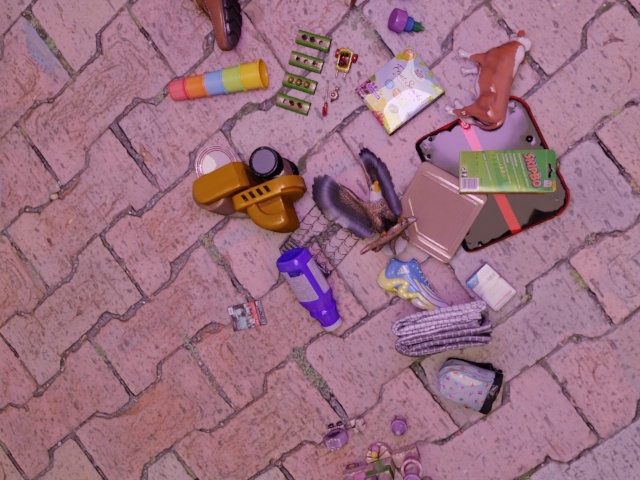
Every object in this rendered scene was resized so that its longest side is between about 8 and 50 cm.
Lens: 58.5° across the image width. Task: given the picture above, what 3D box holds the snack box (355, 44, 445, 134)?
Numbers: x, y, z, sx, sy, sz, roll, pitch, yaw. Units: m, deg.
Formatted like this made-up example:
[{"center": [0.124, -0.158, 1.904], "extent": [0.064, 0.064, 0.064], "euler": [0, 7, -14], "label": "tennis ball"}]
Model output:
[{"center": [0.237, -0.444, 1.707], "extent": [0.207, 0.070, 0.174], "euler": [-38, 87, 11], "label": "snack box"}]

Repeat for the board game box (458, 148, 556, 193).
[{"center": [0.526, -0.193, 1.618], "extent": [0.260, 0.039, 0.124], "euler": [1, 81, 16], "label": "board game box"}]

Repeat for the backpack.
[{"center": [0.445, 0.433, 1.732], "extent": [0.182, 0.115, 0.151], "euler": [22, 102, 11], "label": "backpack"}]

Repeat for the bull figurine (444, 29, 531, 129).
[{"center": [0.476, -0.462, 1.618], "extent": [0.189, 0.101, 0.310], "euler": [10, 76, 31], "label": "bull figurine"}]

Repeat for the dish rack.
[{"center": [0.000, 0.000, 1.799], "extent": [0.208, 0.074, 0.271], "euler": [41, 102, 6], "label": "dish rack"}]

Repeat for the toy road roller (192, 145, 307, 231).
[{"center": [-0.200, -0.119, 1.739], "extent": [0.330, 0.202, 0.240], "euler": [-21, 79, 13], "label": "toy road roller"}]

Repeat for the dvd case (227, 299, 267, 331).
[{"center": [-0.244, 0.250, 1.904], "extent": [0.120, 0.013, 0.087], "euler": [-15, 92, 11], "label": "dvd case"}]

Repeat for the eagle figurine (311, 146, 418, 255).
[{"center": [0.147, -0.108, 1.671], "extent": [0.298, 0.226, 0.225], "euler": [50, 126, 38], "label": "eagle figurine"}]

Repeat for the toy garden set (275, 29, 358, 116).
[{"center": [-0.013, -0.505, 1.761], "extent": [0.204, 0.049, 0.244], "euler": [20, 99, 9], "label": "toy garden set"}]

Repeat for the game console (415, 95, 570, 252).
[{"center": [0.510, -0.197, 1.692], "extent": [0.342, 0.060, 0.386], "euler": [-26, 89, 19], "label": "game console"}]

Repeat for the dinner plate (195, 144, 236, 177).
[{"center": [-0.340, -0.241, 1.871], "extent": [0.141, 0.017, 0.141], "euler": [1, 97, 12], "label": "dinner plate"}]

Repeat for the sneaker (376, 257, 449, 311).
[{"center": [0.297, 0.130, 1.743], "extent": [0.240, 0.091, 0.126], "euler": [24, 99, 9], "label": "sneaker"}]

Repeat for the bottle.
[{"center": [-0.025, 0.156, 1.775], "extent": [0.118, 0.092, 0.282], "euler": [-9, 119, 46], "label": "bottle"}]

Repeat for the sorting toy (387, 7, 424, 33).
[{"center": [0.305, -0.779, 1.661], "extent": [0.126, 0.127, 0.365], "euler": [10, 102, -20], "label": "sorting toy"}]

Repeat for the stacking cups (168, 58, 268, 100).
[{"center": [-0.327, -0.506, 1.809], "extent": [0.317, 0.096, 0.095], "euler": [-4, 95, 15], "label": "stacking cups"}]

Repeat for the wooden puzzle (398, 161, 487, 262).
[{"center": [0.347, -0.085, 1.714], "extent": [0.221, 0.044, 0.238], "euler": [33, 108, 16], "label": "wooden puzzle"}]

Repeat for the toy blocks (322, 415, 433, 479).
[{"center": [0.172, 0.719, 1.741], "extent": [0.289, 0.260, 0.308], "euler": [-21, 91, 13], "label": "toy blocks"}]

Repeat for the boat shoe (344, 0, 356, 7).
[{"center": [0.089, -0.783, 1.710], "extent": [0.059, 0.063, 0.169], "euler": [12, 88, 13], "label": "boat shoe"}]

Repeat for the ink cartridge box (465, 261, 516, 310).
[{"center": [0.512, 0.138, 1.720], "extent": [0.122, 0.052, 0.088], "euler": [44, 102, 5], "label": "ink cartridge box"}]

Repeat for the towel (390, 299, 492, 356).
[{"center": [0.358, 0.271, 1.665], "extent": [0.284, 0.235, 0.121], "euler": [-12, 73, 11], "label": "towel"}]

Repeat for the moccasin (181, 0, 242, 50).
[{"center": [-0.349, -0.764, 1.760], "extent": [0.147, 0.139, 0.379], "euler": [-18, 94, 19], "label": "moccasin"}]
